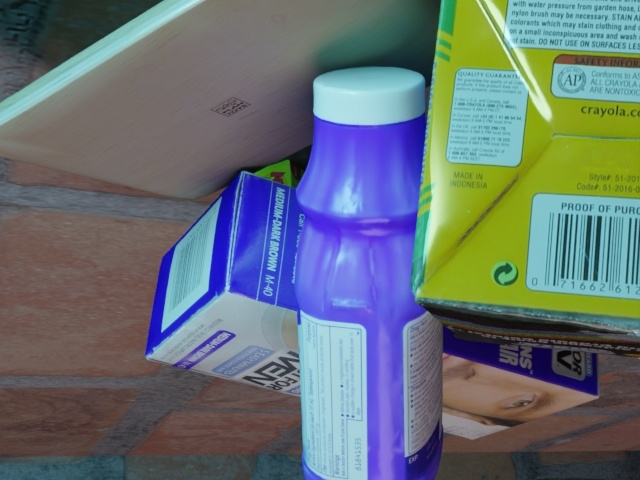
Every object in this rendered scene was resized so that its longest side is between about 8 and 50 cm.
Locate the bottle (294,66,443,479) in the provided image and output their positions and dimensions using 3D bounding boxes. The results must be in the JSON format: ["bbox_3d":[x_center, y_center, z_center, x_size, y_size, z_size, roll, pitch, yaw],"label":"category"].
[{"bbox_3d":[0.033,0.035,0.600,0.092,0.282,0.118,4,-156,15],"label":"bottle"}]

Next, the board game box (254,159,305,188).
[{"bbox_3d":[0.000,0.000,0.915,0.043,0.092,0.181,-17,155,24],"label":"board game box"}]

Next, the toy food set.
[{"bbox_3d":[-0.069,-0.125,0.598,0.306,0.092,0.220,-25,162,25],"label":"toy food set"}]

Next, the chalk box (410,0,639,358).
[{"bbox_3d":[0.167,-0.024,0.556,0.180,0.179,0.289,6,172,14],"label":"chalk box"}]

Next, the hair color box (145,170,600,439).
[{"bbox_3d":[0.045,0.071,0.795,0.339,0.110,0.185,16,151,-23],"label":"hair color box"}]
